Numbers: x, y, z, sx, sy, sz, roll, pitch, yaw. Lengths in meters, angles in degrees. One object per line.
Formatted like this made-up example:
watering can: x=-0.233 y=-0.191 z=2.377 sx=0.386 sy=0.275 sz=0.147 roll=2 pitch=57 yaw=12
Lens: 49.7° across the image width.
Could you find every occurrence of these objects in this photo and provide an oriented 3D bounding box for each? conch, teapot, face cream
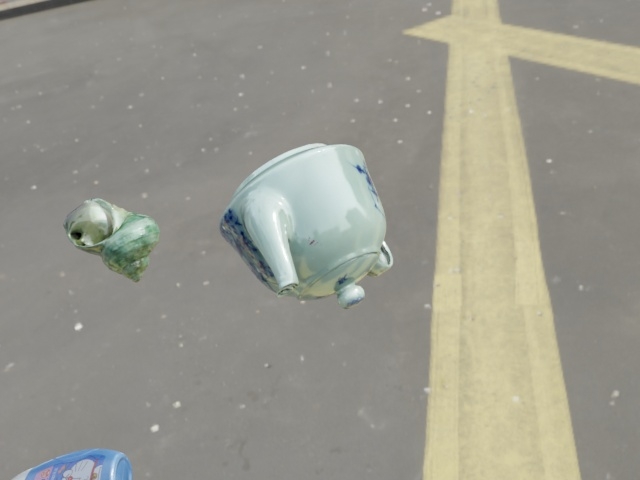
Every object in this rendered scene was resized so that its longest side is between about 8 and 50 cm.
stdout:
conch: x=-0.430 y=-0.003 z=1.465 sx=0.176 sy=0.122 sz=0.188 roll=-20 pitch=45 yaw=-35
teapot: x=0.000 y=0.000 z=0.662 sx=0.159 sy=0.159 sz=0.232 roll=11 pitch=6 yaw=29
face cream: x=-0.495 y=0.480 z=1.320 sx=0.264 sy=0.083 sz=0.149 roll=-15 pitch=43 yaw=8
